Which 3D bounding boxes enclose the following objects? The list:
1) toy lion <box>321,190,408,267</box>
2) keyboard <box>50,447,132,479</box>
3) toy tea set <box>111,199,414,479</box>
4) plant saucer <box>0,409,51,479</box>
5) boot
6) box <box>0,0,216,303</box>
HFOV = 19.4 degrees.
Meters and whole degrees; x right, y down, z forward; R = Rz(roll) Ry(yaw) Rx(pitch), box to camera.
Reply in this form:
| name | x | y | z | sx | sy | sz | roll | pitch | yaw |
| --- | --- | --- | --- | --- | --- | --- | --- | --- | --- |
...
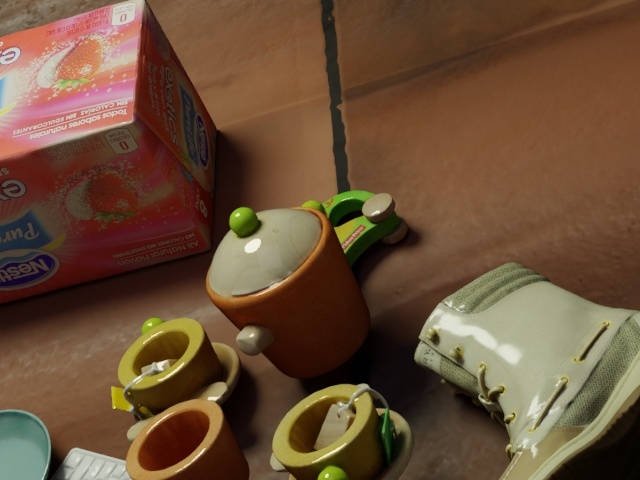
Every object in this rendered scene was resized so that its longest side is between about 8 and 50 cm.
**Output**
| name | x | y | z | sx | sy | sz | roll | pitch | yaw |
| --- | --- | --- | --- | --- | --- | --- | --- | --- | --- |
| toy lion | 0.000 | 0.000 | 1.360 | 0.100 | 0.034 | 0.096 | -45 | 38 | -16 |
| keyboard | -0.210 | 0.248 | 1.249 | 0.072 | 0.014 | 0.256 | 12 | 57 | 35 |
| toy tea set | -0.056 | 0.096 | 1.179 | 0.200 | 0.124 | 0.336 | -29 | 30 | 6 |
| plant saucer | -0.237 | 0.174 | 1.320 | 0.119 | 0.021 | 0.119 | -18 | 42 | 17 |
| boot | 0.119 | 0.108 | 1.164 | 0.165 | 0.077 | 0.213 | 23 | 59 | 39 |
| box | -0.245 | -0.052 | 1.444 | 0.299 | 0.154 | 0.142 | -14 | 46 | 14 |
